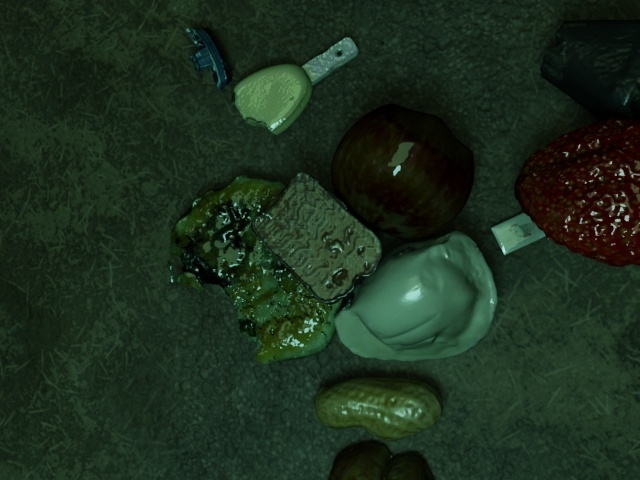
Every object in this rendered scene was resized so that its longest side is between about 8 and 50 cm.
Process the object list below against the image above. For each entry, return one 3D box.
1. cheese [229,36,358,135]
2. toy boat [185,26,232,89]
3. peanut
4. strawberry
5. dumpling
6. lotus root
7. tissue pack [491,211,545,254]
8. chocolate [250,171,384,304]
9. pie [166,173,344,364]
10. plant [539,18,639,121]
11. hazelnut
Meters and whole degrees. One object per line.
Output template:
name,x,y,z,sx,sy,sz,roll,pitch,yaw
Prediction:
cheese,-0.042,-0.296,1.213,0.255,0.050,0.127,-31,81,8
toy boat,-0.221,-0.355,1.247,0.060,0.060,0.137,-22,85,-13
peanut,0.098,0.291,1.119,0.225,0.095,0.108,1,82,12
strawberry,0.456,-0.081,1.008,0.288,0.250,0.239,14,89,29
dumpling,0.171,0.114,1.107,0.227,0.243,0.175,46,53,-15
lotus root,0.094,0.449,1.070,0.188,0.180,0.199,-27,82,12
tissue pack,0.359,-0.021,1.127,0.108,0.023,0.056,-27,81,9
chocolate,0.000,0.000,1.088,0.148,0.093,0.214,-45,78,3
pie,-0.099,0.044,1.187,0.371,0.078,0.296,43,92,10
plant,0.500,-0.276,1.060,0.256,0.142,0.165,24,90,16
hazelnut,0.135,-0.113,1.080,0.233,0.218,0.218,33,93,13
